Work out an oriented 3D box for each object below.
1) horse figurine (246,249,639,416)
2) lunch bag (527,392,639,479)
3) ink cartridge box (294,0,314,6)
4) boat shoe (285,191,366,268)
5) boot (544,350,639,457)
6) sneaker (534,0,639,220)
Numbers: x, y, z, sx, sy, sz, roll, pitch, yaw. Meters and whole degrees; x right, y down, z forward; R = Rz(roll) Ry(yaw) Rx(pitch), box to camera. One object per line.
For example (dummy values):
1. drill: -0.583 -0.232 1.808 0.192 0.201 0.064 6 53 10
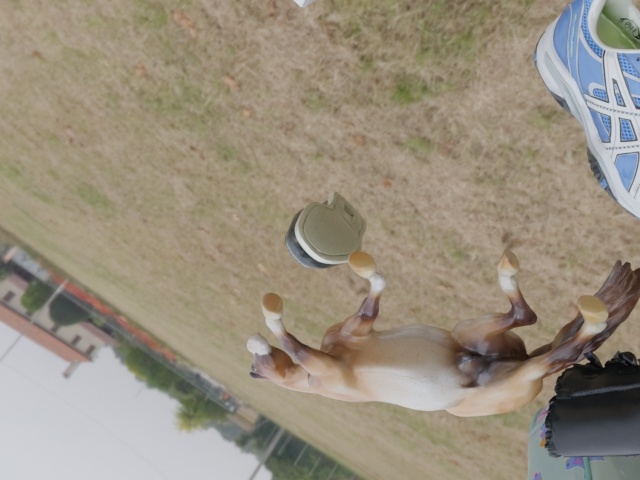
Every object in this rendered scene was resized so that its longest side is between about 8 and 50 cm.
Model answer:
1. horse figurine: 0.071 0.069 0.393 0.263 0.066 0.174 -2 145 2
2. lunch bag: 0.313 0.270 0.563 0.224 0.279 0.108 28 123 2
3. ink cartridge box: -0.046 -0.449 0.741 0.273 0.197 0.114 44 141 -1
4. boat shoe: 0.000 0.000 0.720 0.084 0.079 0.233 50 -165 -1
5. boot: 0.167 0.105 0.318 0.099 0.121 0.045 -18 111 47
6. sneaker: 0.231 -0.093 0.428 0.211 0.080 0.081 60 165 18
